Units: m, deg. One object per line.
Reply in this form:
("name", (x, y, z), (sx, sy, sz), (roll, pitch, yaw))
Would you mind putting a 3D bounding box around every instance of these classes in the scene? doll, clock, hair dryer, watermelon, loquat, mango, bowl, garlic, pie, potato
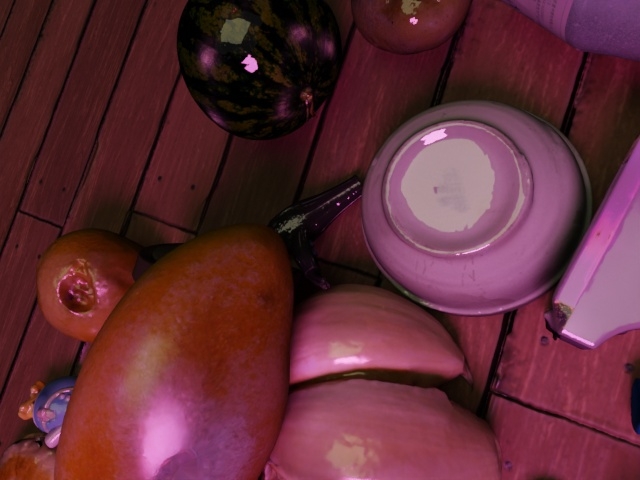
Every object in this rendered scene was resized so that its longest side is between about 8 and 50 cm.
("doll", (-0.449, 0.306, 0.848), (0.241, 0.135, 0.099), (-11, 103, 24))
("clock", (0.337, 0.008, 0.494), (0.083, 0.186, 0.253), (28, 92, 30))
("hair dryer", (0.000, 0.000, 0.672), (0.195, 0.075, 0.219), (-33, 32, 8))
("watermelon", (-0.097, -0.303, 0.735), (0.268, 0.269, 0.269), (-6, 76, 24))
("loquat", (-0.399, 0.080, 0.817), (0.213, 0.213, 0.213), (-6, 76, 24))
("mango", (-0.138, 0.156, 0.491), (0.221, 0.199, 0.384), (28, 82, -15))
("bowl", (0.187, -0.053, 0.599), (0.307, 0.163, 0.307), (-4, 80, 25))
("garlic", (0.057, 0.210, 0.588), (0.313, 0.249, 0.286), (-10, 32, 30))
("pie", (-0.522, 0.535, 0.844), (0.339, 0.077, 0.339), (-4, 81, 23))
("potato", (0.135, -0.388, 0.699), (0.177, 0.160, 0.235), (-4, 65, 0))

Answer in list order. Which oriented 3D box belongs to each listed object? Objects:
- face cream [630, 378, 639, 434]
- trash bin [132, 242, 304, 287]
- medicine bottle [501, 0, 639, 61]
("face cream", (0.502, 0.194, 0.434), (0.336, 0.080, 0.163), (3, 81, 26))
("trash bin", (-0.172, 0.144, 0.698), (0.219, 0.219, 0.250), (14, 91, 28))
("medicine bottle", (0.382, -0.333, 0.521), (0.245, 0.245, 0.290), (-46, 67, 10))
